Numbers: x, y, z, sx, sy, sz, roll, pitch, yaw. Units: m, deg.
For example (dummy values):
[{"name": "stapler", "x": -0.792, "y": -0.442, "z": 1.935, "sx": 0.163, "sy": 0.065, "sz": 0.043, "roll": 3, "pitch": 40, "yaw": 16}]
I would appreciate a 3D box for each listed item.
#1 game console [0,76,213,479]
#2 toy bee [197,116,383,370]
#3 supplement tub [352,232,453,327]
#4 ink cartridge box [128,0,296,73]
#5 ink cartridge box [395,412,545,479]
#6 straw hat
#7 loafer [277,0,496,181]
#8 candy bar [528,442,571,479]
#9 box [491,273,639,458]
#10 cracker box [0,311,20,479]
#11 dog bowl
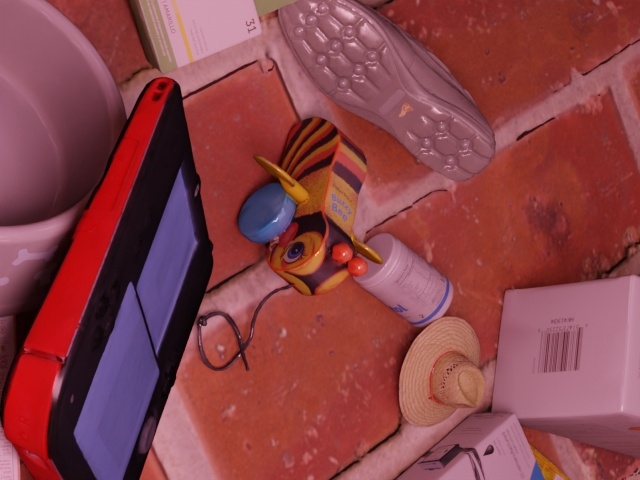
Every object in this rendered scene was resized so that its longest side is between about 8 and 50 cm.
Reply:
[{"name": "game console", "x": -0.176, "y": 0.081, "z": 1.450, "sx": 0.060, "sy": 0.386, "sz": 0.342, "roll": 19, "pitch": 66, "yaw": 9}, {"name": "toy bee", "x": 0.000, "y": 0.000, "z": 1.696, "sx": 0.195, "sy": 0.162, "sz": 0.298, "roll": 16, "pitch": 74, "yaw": -44}, {"name": "supplement tub", "x": 0.096, "y": 0.047, "z": 1.826, "sx": 0.107, "sy": 0.071, "sz": 0.071, "roll": 37, "pitch": 62, "yaw": -28}, {"name": "ink cartridge box", "x": -0.094, "y": -0.298, "z": 1.657, "sx": 0.235, "sy": 0.056, "sz": 0.171, "roll": -24, "pitch": 119, "yaw": -16}, {"name": "ink cartridge box", "x": 0.172, "y": 0.309, "z": 1.843, "sx": 0.190, "sy": 0.082, "sz": 0.140, "roll": -35, "pitch": 105, "yaw": -38}, {"name": "straw hat", "x": 0.158, "y": 0.164, "z": 1.830, "sx": 0.144, "sy": 0.061, "sz": 0.144, "roll": -20, "pitch": 121, "yaw": -37}, {"name": "loafer", "x": 0.076, "y": -0.193, "z": 1.838, "sx": 0.319, "sy": 0.112, "sz": 0.111, "roll": 42, "pitch": 23, "yaw": -22}, {"name": "candy bar", "x": 0.276, "y": 0.289, "z": 1.970, "sx": 0.161, "sy": 0.018, "sz": 0.040, "roll": 41, "pitch": 63, "yaw": -28}, {"name": "box", "x": 0.415, "y": 0.172, "z": 1.972, "sx": 0.345, "sy": 0.215, "sz": 0.168, "roll": 19, "pitch": 71, "yaw": -36}, {"name": "cracker box", "x": -0.329, "y": 0.184, "z": 1.406, "sx": 0.067, "sy": 0.155, "sz": 0.232, "roll": 3, "pitch": 82, "yaw": -37}, {"name": "dog bowl", "x": -0.326, "y": -0.104, "z": 1.383, "sx": 0.348, "sy": 0.102, "sz": 0.349, "roll": 19, "pitch": 50, "yaw": -23}]
